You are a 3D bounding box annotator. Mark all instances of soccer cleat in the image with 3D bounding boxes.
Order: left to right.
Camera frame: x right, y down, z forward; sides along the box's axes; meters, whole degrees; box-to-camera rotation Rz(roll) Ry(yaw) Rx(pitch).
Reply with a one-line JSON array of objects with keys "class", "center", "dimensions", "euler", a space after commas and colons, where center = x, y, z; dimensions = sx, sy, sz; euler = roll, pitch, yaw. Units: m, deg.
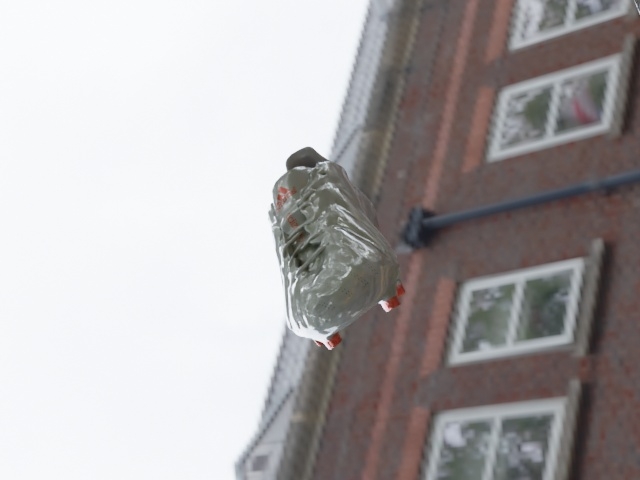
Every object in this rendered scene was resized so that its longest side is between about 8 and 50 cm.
[{"class": "soccer cleat", "center": [0.000, 0.000, 0.796], "dimensions": [0.076, 0.068, 0.196], "euler": [56, -172, -12]}]

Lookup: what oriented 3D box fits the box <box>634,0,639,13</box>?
[{"class": "box", "center": [0.233, -0.053, 0.678], "dimensions": [0.036, 0.114, 0.207], "euler": [32, -144, -58]}]
